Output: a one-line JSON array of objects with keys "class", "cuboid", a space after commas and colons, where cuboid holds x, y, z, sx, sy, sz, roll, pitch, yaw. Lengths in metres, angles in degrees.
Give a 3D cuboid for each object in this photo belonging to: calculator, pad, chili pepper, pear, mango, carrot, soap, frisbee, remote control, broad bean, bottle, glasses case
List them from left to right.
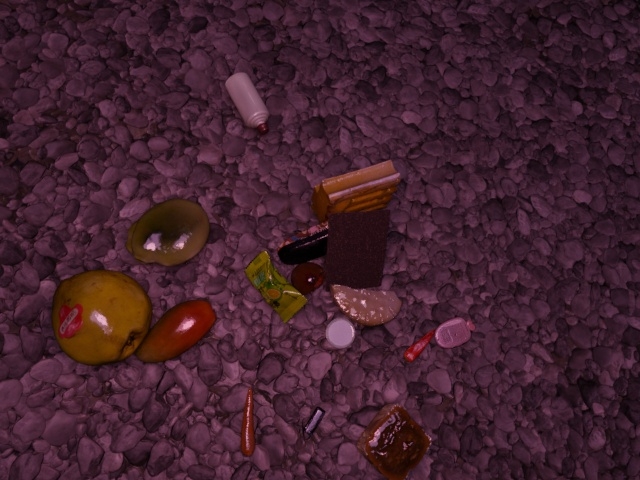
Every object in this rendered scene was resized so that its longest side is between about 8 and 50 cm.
[{"class": "pear", "cuboid": [-0.695, 0.224, 1.443, 0.375, 0.287, 0.287, 29, 72, 29]}, {"class": "broad bean", "cuboid": [-0.524, -0.023, 1.599, 0.291, 0.119, 0.238, -35, 74, -17]}, {"class": "mango", "cuboid": [-0.479, 0.307, 1.522, 0.289, 0.129, 0.146, -43, 85, -7]}, {"class": "carrot", "cuboid": [-0.240, 0.599, 1.529, 0.048, 0.048, 0.217, 1, 71, -8]}, {"class": "bottle", "cuboid": [-0.269, -0.517, 1.765, 0.104, 0.104, 0.245, -27, 82, -14]}, {"class": "remote control", "cuboid": [-0.020, 0.617, 1.570, 0.039, 0.014, 0.096, 35, 75, 1]}, {"class": "glasses case", "cuboid": [0.000, 0.000, 1.631, 0.320, 0.122, 0.082, -23, 61, 6]}, {"class": "frisbee", "cuboid": [0.071, 0.333, 1.654, 0.110, 0.014, 0.110, 2, 75, -8]}, {"class": "soap", "cuboid": [0.123, -0.166, 1.662, 0.280, 0.259, 0.143, -16, 73, -15]}, {"class": "pad", "cuboid": [0.126, 0.041, 1.618, 0.219, 0.331, 0.004, -4, 33, -11]}, {"class": "chili pepper", "cuboid": [0.366, 0.384, 1.679, 0.178, 0.027, 0.045, -39, 84, -17]}, {"class": "calculator", "cuboid": [0.502, 0.342, 1.712, 0.165, 0.024, 0.103, -21, 80, -12]}]

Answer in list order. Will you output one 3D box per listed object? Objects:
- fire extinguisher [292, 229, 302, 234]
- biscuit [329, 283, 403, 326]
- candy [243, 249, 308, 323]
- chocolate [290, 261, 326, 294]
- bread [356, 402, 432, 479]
[{"class": "fire extinguisher", "cuboid": [-0.064, -0.015, 1.715, 0.083, 0.025, 0.038, 38, 37, 2]}, {"class": "biscuit", "cuboid": [0.169, 0.238, 1.661, 0.289, 0.038, 0.141, 10, 66, -13]}, {"class": "candy", "cuboid": [-0.161, 0.162, 1.604, 0.246, 0.149, 0.069, 47, 34, -1]}, {"class": "chocolate", "cuboid": [-0.040, 0.134, 1.626, 0.127, 0.133, 0.124, 8, 72, -9]}, {"class": "bread", "cuboid": [0.248, 0.680, 1.546, 0.210, 0.110, 0.192, -43, 87, -16]}]
